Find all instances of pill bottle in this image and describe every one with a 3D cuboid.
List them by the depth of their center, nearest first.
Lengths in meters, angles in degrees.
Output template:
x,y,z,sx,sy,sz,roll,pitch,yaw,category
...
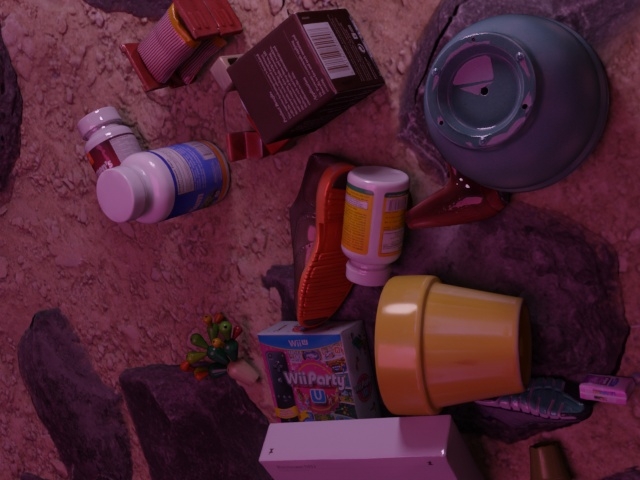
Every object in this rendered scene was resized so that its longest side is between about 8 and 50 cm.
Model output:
x,y,z,sx,sy,sz,roll,pitch,yaw,category
0.100,-0.026,1.690,0.117,0.117,0.209,18,115,32,pill bottle
-0.332,-0.120,1.903,0.152,0.272,0.152,12,112,34,pill bottle
-0.468,-0.188,2.081,0.121,0.121,0.221,-32,84,39,pill bottle

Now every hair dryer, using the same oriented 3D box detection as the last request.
x,y,z,sx,sy,sz,roll,pitch,yaw,category
0.247,-0.135,1.602,0.223,0.080,0.294,38,109,25,hair dryer

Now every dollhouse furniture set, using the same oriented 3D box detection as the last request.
x,y,z,sx,sy,sz,roll,pitch,yaw,category
-0.217,-0.307,1.834,0.201,0.152,0.374,-38,80,38,dollhouse furniture set

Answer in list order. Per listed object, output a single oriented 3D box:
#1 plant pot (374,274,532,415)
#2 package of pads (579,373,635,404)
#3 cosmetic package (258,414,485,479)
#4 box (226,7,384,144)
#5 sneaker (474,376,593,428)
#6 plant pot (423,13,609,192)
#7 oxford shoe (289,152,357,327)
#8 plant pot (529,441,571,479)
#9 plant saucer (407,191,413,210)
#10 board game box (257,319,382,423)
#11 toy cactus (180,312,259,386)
x,y,z,sx,sy,sz,roll,pitch,yaw,category
0.245,0.186,1.604,0.238,0.254,0.254,-1,104,21,plant pot
0.492,0.254,1.548,0.083,0.050,0.032,2,111,36,package of pads
0.112,0.459,1.739,0.377,0.097,0.284,-8,135,25,cosmetic package
-0.028,-0.307,1.684,0.203,0.167,0.169,-29,87,39,box
0.389,0.304,1.643,0.223,0.083,0.098,5,135,34,sneaker
0.281,-0.225,1.419,0.293,0.196,0.293,0,91,31,plant pot
0.000,0.000,1.811,0.132,0.129,0.364,37,122,47,oxford shoe
0.414,0.411,1.647,0.083,0.083,0.079,-16,82,39,plant pot
0.145,-0.076,1.726,0.083,0.015,0.084,12,111,34,plant saucer
0.006,0.324,1.906,0.224,0.097,0.304,-5,101,37,board game box
-0.220,0.268,2.071,0.180,0.112,0.219,35,122,1,toy cactus
